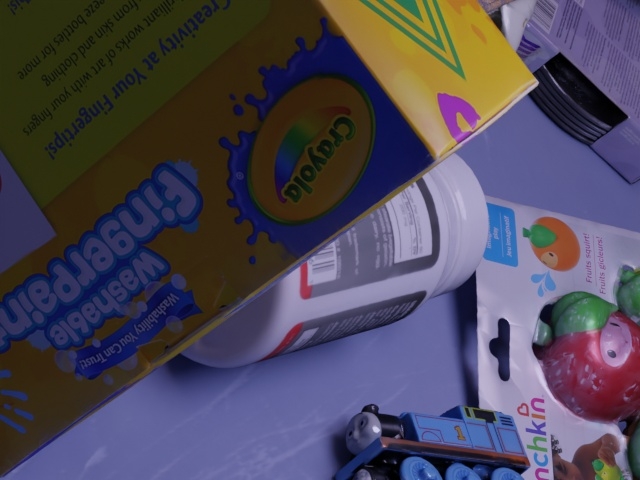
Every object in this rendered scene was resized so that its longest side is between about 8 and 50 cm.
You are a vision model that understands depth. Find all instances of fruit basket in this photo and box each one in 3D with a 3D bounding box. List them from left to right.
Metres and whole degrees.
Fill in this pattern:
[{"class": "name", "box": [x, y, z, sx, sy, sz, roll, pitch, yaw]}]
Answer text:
[{"class": "fruit basket", "box": [0.301, 0.127, 1.803, 0.353, 0.165, 0.327, 17, 58, -27]}]

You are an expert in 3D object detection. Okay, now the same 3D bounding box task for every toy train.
[{"class": "toy train", "box": [0.093, 0.187, 1.611, 0.184, 0.080, 0.105, 11, 46, -37]}]

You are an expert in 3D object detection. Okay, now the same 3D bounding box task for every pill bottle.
[{"class": "pill bottle", "box": [0.000, 0.000, 1.583, 0.283, 0.161, 0.161, -12, 71, -51]}]

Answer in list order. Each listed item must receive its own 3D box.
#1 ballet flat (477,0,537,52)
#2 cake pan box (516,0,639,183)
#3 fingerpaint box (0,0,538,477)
[{"class": "ballet flat", "box": [0.135, -0.214, 1.935, 0.316, 0.107, 0.106, -27, 94, -38]}, {"class": "cake pan box", "box": [0.295, -0.221, 2.146, 0.245, 0.070, 0.267, 38, 40, -17]}, {"class": "fingerpaint box", "box": [-0.149, -0.113, 1.278, 0.371, 0.445, 0.163, 53, 36, -1]}]
